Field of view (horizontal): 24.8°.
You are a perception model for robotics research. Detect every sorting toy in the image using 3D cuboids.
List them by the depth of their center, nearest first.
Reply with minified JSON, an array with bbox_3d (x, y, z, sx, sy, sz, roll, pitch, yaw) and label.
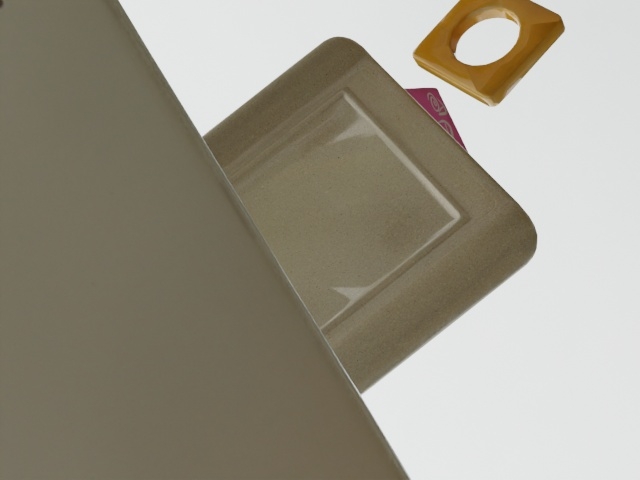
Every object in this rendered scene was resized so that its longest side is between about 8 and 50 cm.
[{"bbox_3d":[0.000,0.000,0.786,0.196,0.348,0.047,52,180,39],"label":"sorting toy"}]

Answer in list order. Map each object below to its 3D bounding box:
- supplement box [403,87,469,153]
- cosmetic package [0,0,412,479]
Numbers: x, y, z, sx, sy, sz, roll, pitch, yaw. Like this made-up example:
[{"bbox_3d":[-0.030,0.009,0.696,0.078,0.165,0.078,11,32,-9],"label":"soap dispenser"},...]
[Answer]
[{"bbox_3d":[-0.001,-0.013,1.058,0.114,0.220,0.111,-10,-106,-57],"label":"supplement box"},{"bbox_3d":[-0.133,0.014,0.425,0.217,0.156,0.385,-35,-70,-5],"label":"cosmetic package"}]
